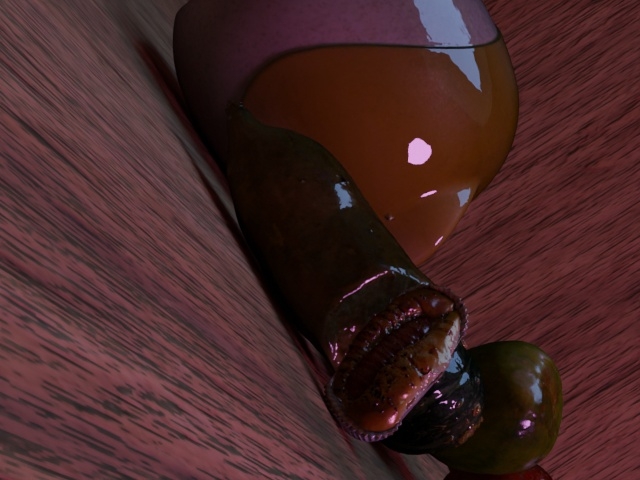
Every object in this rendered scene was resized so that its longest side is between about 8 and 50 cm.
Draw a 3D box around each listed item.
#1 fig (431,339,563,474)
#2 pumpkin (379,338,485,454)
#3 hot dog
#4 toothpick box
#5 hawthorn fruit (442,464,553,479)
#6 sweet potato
[{"bbox_3d":[0.199,0.215,2.076,0.167,0.233,0.167,21,51,-28],"label":"fig"},{"bbox_3d":[0.104,0.158,1.941,0.190,0.146,0.190,58,5,-8],"label":"pumpkin"},{"bbox_3d":[0.079,0.119,1.719,0.099,0.192,0.053,30,-26,22],"label":"hot dog"},{"bbox_3d":[0.042,-0.188,2.201,0.425,0.409,0.409,56,3,-6],"label":"toothpick box"},{"bbox_3d":[0.210,0.328,2.160,0.203,0.162,0.162,36,-13,44],"label":"hawthorn fruit"},{"bbox_3d":[0.000,0.000,1.856,0.369,0.158,0.158,56,2,27],"label":"sweet potato"}]
